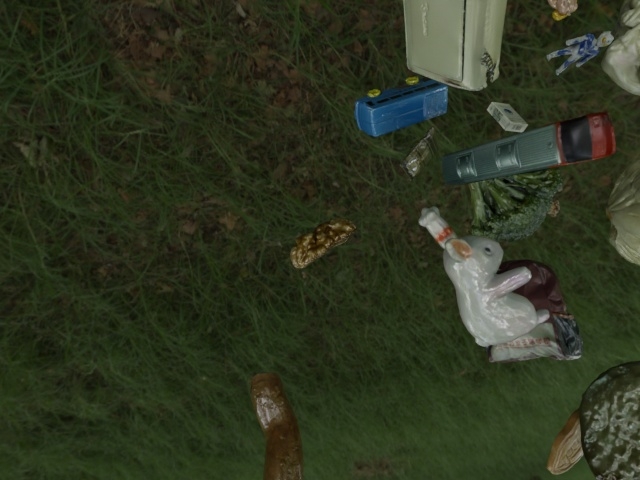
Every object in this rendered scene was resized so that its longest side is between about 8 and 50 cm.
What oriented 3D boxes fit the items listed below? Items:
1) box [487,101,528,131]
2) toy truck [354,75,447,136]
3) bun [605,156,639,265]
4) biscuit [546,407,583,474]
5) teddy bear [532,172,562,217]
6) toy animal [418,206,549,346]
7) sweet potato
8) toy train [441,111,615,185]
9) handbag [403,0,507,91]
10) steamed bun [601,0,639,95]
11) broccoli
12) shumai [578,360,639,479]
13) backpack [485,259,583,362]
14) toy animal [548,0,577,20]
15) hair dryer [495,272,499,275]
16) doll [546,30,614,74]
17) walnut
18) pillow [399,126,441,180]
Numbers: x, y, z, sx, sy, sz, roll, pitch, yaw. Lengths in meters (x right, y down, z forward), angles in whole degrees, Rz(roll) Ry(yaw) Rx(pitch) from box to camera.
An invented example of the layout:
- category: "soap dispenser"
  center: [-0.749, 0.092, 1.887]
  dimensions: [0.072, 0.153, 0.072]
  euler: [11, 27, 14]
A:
- category: "box"
  center: [0.423, -0.280, 0.947]
  dimensions: [0.053, 0.083, 0.024]
  euler: [-2, 140, -20]
- category: "toy truck"
  center: [0.340, -0.571, 1.765]
  dimensions: [0.384, 0.162, 0.161]
  euler: [-19, 130, -9]
- category: "bun"
  center: [0.576, -0.048, 0.726]
  dimensions: [0.134, 0.221, 0.220]
  euler: [-3, 145, 19]
- category: "biscuit"
  center: [0.675, 0.528, 1.107]
  dimensions: [0.220, 0.029, 0.142]
  euler: [-44, 120, -14]
- category: "teddy bear"
  center: [0.828, -0.239, 1.607]
  dimensions: [0.246, 0.296, 0.223]
  euler: [20, 108, -3]
- category: "toy animal"
  center: [0.298, 0.053, 0.766]
  dimensions: [0.138, 0.140, 0.283]
  euler: [-24, 100, 2]
- category: "sweet potato"
  center: [-0.051, 0.326, 0.573]
  dimensions: [0.067, 0.282, 0.059]
  euler: [3, 142, -23]
- category: "toy train"
  center: [0.409, -0.181, 0.898]
  dimensions: [0.089, 0.086, 0.409]
  euler: [-12, -175, -17]
- category: "handbag"
  center: [0.335, -0.568, 1.013]
  dimensions: [0.160, 0.236, 0.359]
  euler: [-41, 147, -11]
- category: "steamed bun"
  center: [0.947, -0.534, 1.089]
  dimensions: [0.247, 0.352, 0.340]
  euler: [14, 107, -44]
- category: "broccoli"
  center: [0.598, -0.135, 1.344]
  dimensions: [0.283, 0.321, 0.303]
  euler: [46, 145, -5]
- category: "shumai"
  center: [0.807, 0.453, 0.916]
  dimensions: [0.323, 0.398, 0.324]
  euler: [8, 135, -43]
- category: "backpack"
  center: [0.638, 0.217, 1.312]
  dimensions: [0.197, 0.318, 0.283]
  euler: [11, 158, -40]
- category: "toy animal"
  center: [0.849, -0.835, 1.443]
  dimensions: [0.091, 0.082, 0.115]
  euler: [-25, 97, 11]
- category: "hair dryer"
  center: [0.476, 0.086, 1.141]
  dimensions: [0.038, 0.124, 0.063]
  euler: [52, 146, -14]
- category: "doll"
  center: [0.970, -0.707, 1.538]
  dimensions: [0.114, 0.057, 0.227]
  euler: [45, 140, -21]
- category: "walnut"
  center: [0.000, 0.000, 0.982]
  dimensions: [0.170, 0.069, 0.143]
  euler: [-34, -172, -21]
- category: "pillow"
  center: [0.439, -0.375, 1.823]
  dimensions: [0.212, 0.052, 0.208]
  euler: [-49, 153, 8]
